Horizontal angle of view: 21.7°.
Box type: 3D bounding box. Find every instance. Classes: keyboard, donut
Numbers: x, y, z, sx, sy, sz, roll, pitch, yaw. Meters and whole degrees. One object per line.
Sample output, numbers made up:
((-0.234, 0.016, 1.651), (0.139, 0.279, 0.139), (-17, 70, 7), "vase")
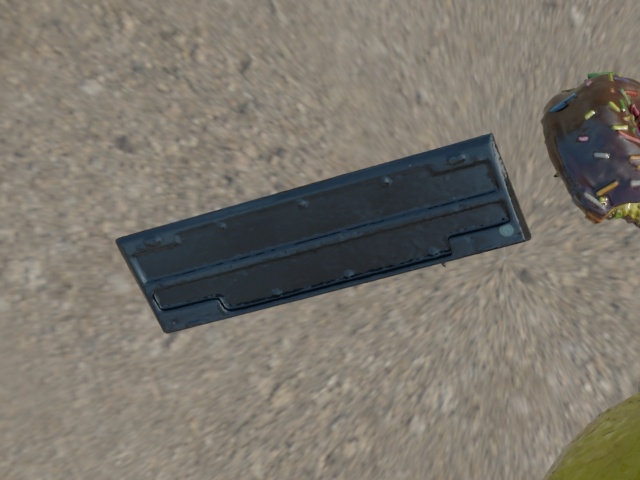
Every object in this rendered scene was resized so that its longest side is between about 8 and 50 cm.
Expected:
((0.000, 0.000, 0.837), (0.202, 0.011, 0.067), (-15, 120, 17), "keyboard")
((0.339, -0.086, 1.764), (0.230, 0.216, 0.096), (30, 125, -24), "donut")

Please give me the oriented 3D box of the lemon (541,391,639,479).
((0.238, 0.200, 0.968), (0.284, 0.260, 0.260), (-10, 88, -34), "lemon")

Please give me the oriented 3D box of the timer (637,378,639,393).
((0.454, 0.121, 1.571), (0.266, 0.175, 0.175), (-42, 85, 20), "timer")
